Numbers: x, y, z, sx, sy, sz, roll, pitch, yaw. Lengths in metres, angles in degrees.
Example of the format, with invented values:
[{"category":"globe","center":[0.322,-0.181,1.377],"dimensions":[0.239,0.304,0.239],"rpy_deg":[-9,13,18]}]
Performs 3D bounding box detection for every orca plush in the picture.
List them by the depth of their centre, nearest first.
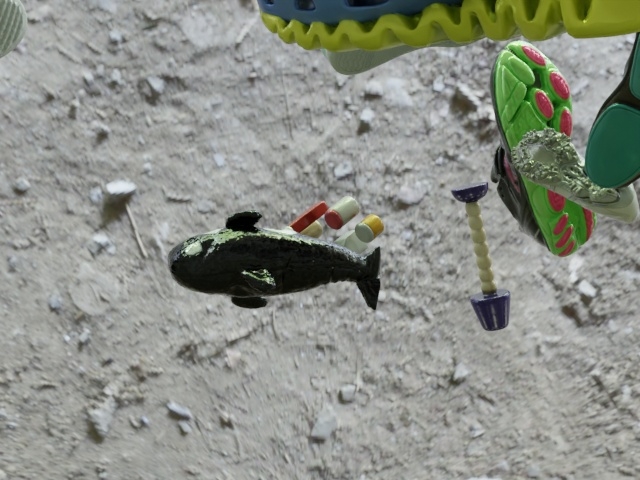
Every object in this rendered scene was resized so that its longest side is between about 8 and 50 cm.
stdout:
[{"category":"orca plush","center":[-0.061,0.056,1.238],"dimensions":[0.287,0.151,0.102],"rpy_deg":[16,28,-9]}]

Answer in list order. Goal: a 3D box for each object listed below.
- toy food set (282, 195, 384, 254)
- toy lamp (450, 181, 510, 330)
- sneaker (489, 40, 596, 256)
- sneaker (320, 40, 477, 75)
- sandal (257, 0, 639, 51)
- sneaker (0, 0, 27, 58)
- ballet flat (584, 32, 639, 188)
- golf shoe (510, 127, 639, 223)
[{"category":"toy food set","center":[0.000,0.000,1.662],"dimensions":[0.104,0.232,0.111],"rpy_deg":[-39,102,-34]},{"category":"toy lamp","center":[0.301,0.032,1.741],"dimensions":[0.080,0.080,0.274],"rpy_deg":[-13,96,-5]},{"category":"sneaker","center":[0.416,-0.175,1.922],"dimensions":[0.185,0.482,0.202],"rpy_deg":[-34,32,-25]},{"category":"sneaker","center":[0.104,-0.298,1.133],"dimensions":[0.256,0.094,0.151],"rpy_deg":[-18,50,-12]},{"category":"sandal","center":[0.090,-0.210,0.676],"dimensions":[0.318,0.126,0.138],"rpy_deg":[1,111,29]},{"category":"sneaker","center":[-0.633,-0.324,1.400],"dimensions":[0.366,0.135,0.150],"rpy_deg":[-20,37,-37]},{"category":"ballet flat","center":[0.296,-0.130,0.832],"dimensions":[0.074,0.203,0.074],"rpy_deg":[3,50,-3]},{"category":"golf shoe","center":[0.289,-0.067,1.068],"dimensions":[0.069,0.086,0.176],"rpy_deg":[-46,39,1]}]
